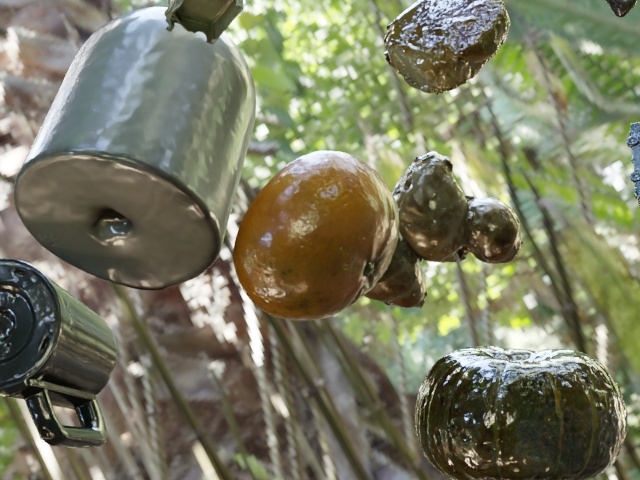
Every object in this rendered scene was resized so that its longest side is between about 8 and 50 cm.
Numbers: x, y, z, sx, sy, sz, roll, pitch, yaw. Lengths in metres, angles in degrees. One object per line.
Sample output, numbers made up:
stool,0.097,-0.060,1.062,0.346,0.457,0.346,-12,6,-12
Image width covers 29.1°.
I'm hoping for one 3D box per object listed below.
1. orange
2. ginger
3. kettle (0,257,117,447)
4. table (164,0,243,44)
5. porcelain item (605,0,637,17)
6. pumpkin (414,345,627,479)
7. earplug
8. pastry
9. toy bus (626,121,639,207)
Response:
orange,0.000,0.000,1.624,0.240,0.171,0.240,-38,-29,-25
ginger,0.169,0.000,2.273,0.375,0.256,0.176,-30,15,8
kettle,-0.433,0.180,1.975,0.203,0.262,0.308,-52,-18,-6
table,-0.128,-0.272,1.338,0.062,0.083,0.079,12,-34,-30
porcelain item,0.328,-0.376,1.591,0.081,0.216,0.069,-48,-11,23
pumpkin,0.201,0.188,1.246,0.219,0.162,0.219,-3,-2,0
earplug,-0.258,-0.166,1.901,0.312,0.312,0.394,-43,25,47
pastry,0.207,-0.334,2.059,0.229,0.100,0.218,1,47,29
toy bus,0.512,-0.116,1.914,0.065,0.166,0.047,-9,-43,19
